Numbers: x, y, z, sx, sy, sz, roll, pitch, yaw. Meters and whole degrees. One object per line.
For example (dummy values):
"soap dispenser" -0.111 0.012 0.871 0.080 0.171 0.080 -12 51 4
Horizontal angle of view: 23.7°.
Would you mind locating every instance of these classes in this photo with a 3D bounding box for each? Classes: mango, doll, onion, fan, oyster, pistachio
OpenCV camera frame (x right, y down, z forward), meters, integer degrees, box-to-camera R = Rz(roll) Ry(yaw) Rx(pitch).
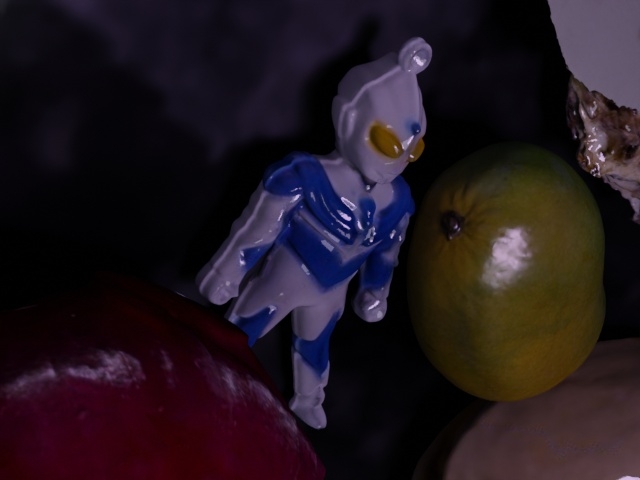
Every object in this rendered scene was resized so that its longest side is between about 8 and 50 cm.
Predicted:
"mango" 0.106 0.027 0.830 0.122 0.086 0.191 -53 141 -25
"doll" 0.000 0.000 0.766 0.114 0.057 0.227 6 115 -33
"onion" -0.118 0.118 0.655 0.207 0.216 0.206 29 96 -35
"fan" 0.136 -0.193 0.745 0.310 0.010 0.182 44 69 -37
"oyster" 0.182 -0.069 0.847 0.166 0.053 0.108 26 98 -33
"pistachio" 0.163 0.134 0.927 0.226 0.136 0.135 -14 125 -19
